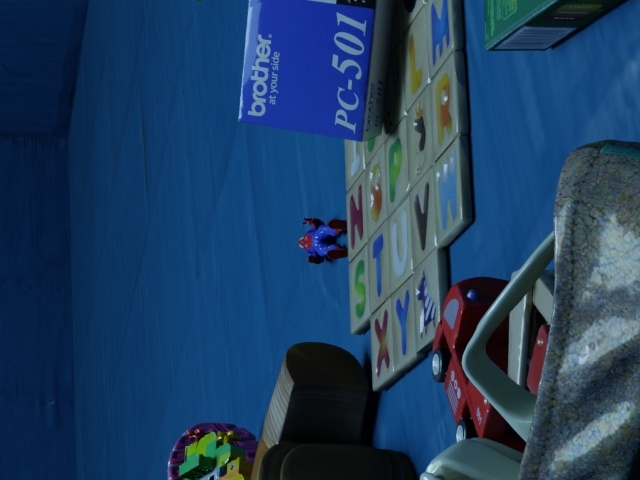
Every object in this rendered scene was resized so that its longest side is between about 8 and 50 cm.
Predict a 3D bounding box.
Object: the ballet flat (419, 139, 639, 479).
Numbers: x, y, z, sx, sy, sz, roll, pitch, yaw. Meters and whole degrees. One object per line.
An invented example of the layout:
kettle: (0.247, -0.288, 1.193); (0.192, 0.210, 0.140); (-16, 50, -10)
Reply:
ballet flat: (0.105, 0.092, 0.800); (0.107, 0.106, 0.316); (-34, -36, -55)

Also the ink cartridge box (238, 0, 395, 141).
ink cartridge box: (0.003, -0.179, 1.288); (0.046, 0.097, 0.207); (-27, -56, -66)

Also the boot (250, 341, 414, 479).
boot: (-0.013, 0.229, 1.308); (0.283, 0.109, 0.220); (-109, 26, -63)

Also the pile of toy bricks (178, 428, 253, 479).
pile of toy bricks: (-0.096, 0.204, 1.535); (0.212, 0.118, 0.105); (-31, 45, 41)

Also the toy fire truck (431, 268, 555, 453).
toy fire truck: (0.107, 0.063, 0.957); (0.192, 0.047, 0.135); (-104, 21, -53)

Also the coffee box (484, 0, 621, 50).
coffee box: (0.127, -0.167, 0.927); (0.184, 0.040, 0.113); (146, 125, -75)

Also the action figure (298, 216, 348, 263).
action figure: (0.000, 0.000, 1.488); (0.115, 0.030, 0.038); (168, 99, -79)

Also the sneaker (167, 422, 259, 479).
sneaker: (-0.094, 0.283, 1.677); (0.111, 0.103, 0.252); (110, 159, -48)

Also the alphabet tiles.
alphabet tiles: (0.055, -0.079, 1.294); (0.285, 0.011, 0.342); (127, 144, -69)
